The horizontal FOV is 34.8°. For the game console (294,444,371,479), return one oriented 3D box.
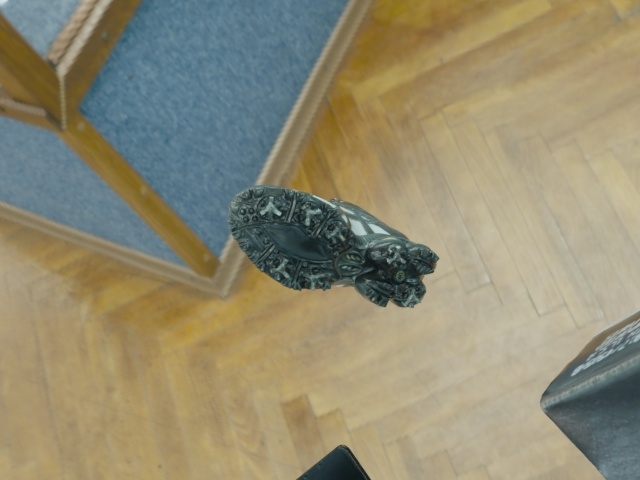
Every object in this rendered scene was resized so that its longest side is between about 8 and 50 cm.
[{"bbox_3d":[0.038,0.283,1.101,0.122,0.107,0.071,-46,41,37],"label":"game console"}]

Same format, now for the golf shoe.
[{"bbox_3d":[0.000,0.000,0.845,0.077,0.198,0.094,-60,32,9],"label":"golf shoe"}]

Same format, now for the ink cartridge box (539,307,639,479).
[{"bbox_3d":[0.251,0.100,0.268,0.307,0.303,0.072,48,58,6],"label":"ink cartridge box"}]
